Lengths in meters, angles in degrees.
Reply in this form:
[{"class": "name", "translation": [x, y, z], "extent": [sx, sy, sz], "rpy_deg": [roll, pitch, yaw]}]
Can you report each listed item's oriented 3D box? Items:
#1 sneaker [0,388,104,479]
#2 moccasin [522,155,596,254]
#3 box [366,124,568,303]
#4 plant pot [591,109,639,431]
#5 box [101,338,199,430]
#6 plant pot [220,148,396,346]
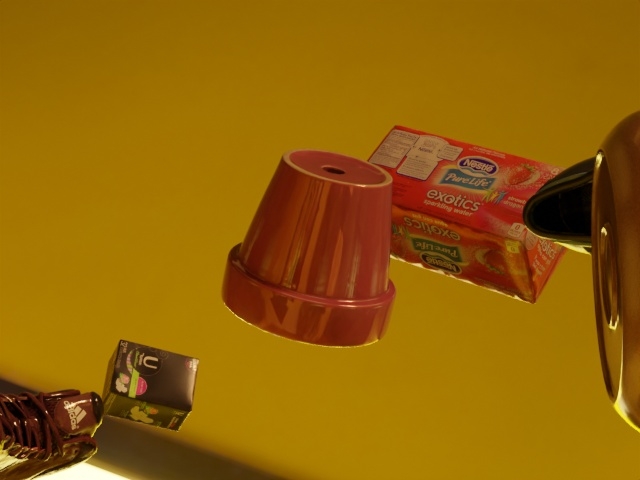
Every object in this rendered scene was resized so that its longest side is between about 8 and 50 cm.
[{"class": "sneaker", "translation": [-0.259, 0.144, 1.120], "extent": [0.281, 0.162, 0.106], "rpy_deg": [126, 129, -63]}, {"class": "moccasin", "translation": [0.324, -0.025, 1.099], "extent": [0.117, 0.342, 0.138], "rpy_deg": [-15, -89, -46]}, {"class": "box", "translation": [0.177, -0.036, 1.658], "extent": [0.128, 0.257, 0.123], "rpy_deg": [-53, -37, -27]}, {"class": "plant pot", "translation": [0.221, 0.025, 0.959], "extent": [0.236, 0.032, 0.236], "rpy_deg": [-3, -90, -83]}, {"class": "box", "translation": [-0.170, 0.144, 1.318], "extent": [0.052, 0.083, 0.062], "rpy_deg": [126, 156, -52]}, {"class": "plant pot", "translation": [0.000, 0.000, 1.513], "extent": [0.201, 0.201, 0.180], "rpy_deg": [-42, -33, -67]}]
